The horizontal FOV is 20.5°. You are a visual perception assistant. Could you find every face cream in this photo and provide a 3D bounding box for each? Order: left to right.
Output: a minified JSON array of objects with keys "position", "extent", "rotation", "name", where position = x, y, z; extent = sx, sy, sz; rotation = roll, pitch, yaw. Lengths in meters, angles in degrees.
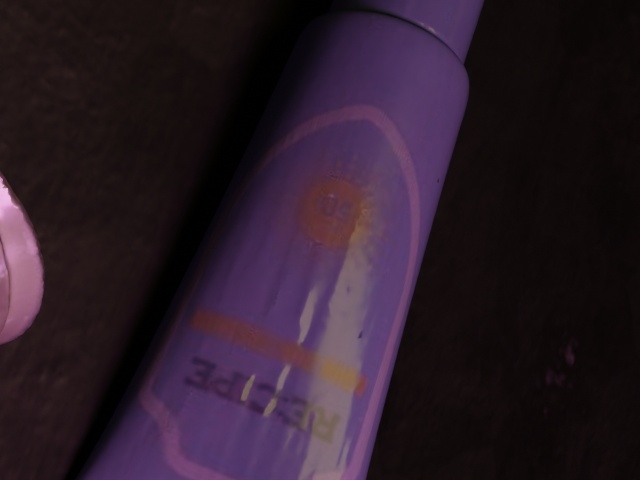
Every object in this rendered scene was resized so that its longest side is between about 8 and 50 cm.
[{"position":[0.000,0.000,0.820],"extent":[0.135,0.086,0.385],"rotation":[23,67,-6],"name":"face cream"}]

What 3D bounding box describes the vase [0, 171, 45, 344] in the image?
[{"position":[-0.214,0.088,0.523],"extent":[0.173,0.173,0.321],"rotation":[63,38,-26],"name":"vase"}]
